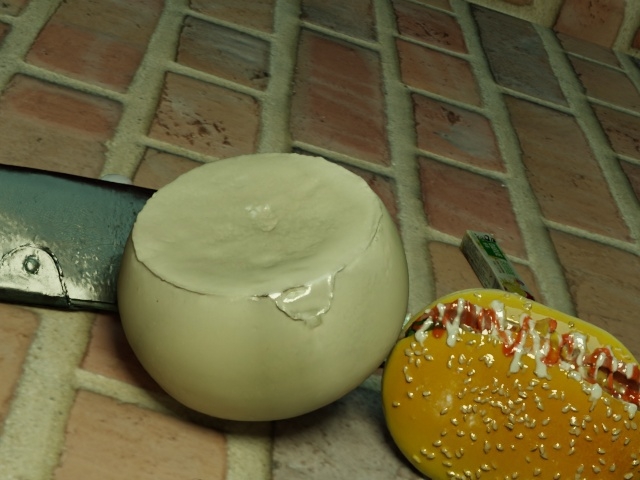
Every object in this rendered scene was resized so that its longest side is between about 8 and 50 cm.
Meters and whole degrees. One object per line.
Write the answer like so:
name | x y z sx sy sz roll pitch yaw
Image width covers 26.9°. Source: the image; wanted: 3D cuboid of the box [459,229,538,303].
box | 0.259 0.051 1.943 0.050 0.041 0.207 8 27 -19

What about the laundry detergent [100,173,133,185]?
laundry detergent | -0.124 0.003 1.657 0.335 0.088 0.159 20 61 7

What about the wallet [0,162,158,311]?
wallet | -0.327 -0.009 1.524 0.318 0.045 0.172 10 63 -21

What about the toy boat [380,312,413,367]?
toy boat | 0.103 0.120 1.655 0.140 0.066 0.059 -5 39 -41

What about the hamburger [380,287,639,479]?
hamburger | 0.210 0.178 1.445 0.295 0.227 0.151 21 3 3

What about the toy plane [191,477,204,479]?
toy plane | -0.043 0.278 1.235 0.189 0.061 0.130 24 25 18

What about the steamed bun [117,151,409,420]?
steamed bun | -0.060 0.058 1.453 0.324 0.206 0.324 -4 33 3
